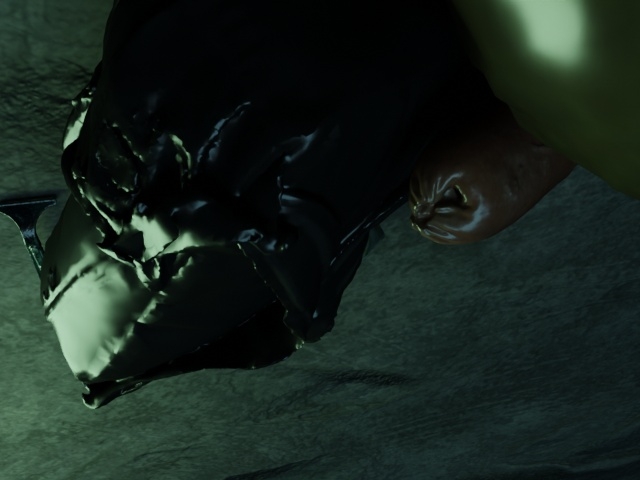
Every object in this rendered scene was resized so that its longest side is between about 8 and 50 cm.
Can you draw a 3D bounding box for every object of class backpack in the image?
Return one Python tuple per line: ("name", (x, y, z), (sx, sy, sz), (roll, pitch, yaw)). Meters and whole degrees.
("backpack", (-0.056, -0.043, 0.663), (0.363, 0.255, 0.446), (-33, 170, -46))

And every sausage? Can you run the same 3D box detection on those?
("sausage", (0.192, -0.122, 0.619), (0.433, 0.088, 0.088), (-43, 163, -39))

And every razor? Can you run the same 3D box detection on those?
("razor", (-0.302, 0.026, 0.909), (0.066, 0.033, 0.190), (-6, 144, -8))

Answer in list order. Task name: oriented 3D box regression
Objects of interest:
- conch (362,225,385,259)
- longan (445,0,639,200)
("conch", (0.000, -0.007, 0.902), (0.135, 0.102, 0.153), (-9, -179, -35))
("longan", (0.234, -0.225, 0.371), (0.404, 0.404, 0.436), (4, 97, -22))
